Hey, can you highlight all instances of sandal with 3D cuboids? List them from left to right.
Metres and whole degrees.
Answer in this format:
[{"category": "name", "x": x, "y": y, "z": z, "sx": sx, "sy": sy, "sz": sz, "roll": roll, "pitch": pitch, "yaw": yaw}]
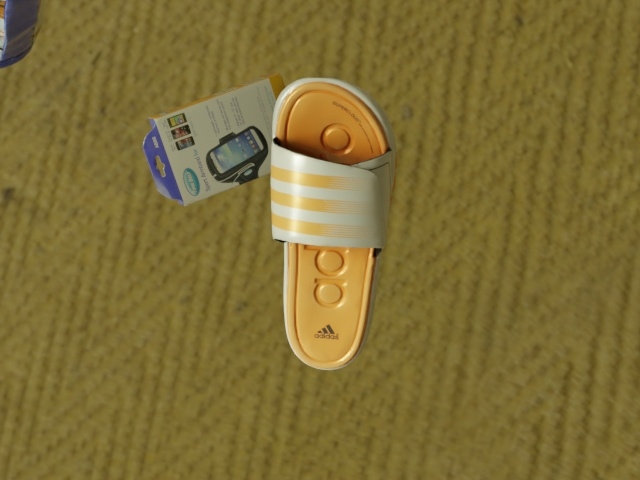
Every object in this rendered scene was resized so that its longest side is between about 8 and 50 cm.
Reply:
[{"category": "sandal", "x": 0.011, "y": 0.001, "z": 1.051, "sx": 0.102, "sy": 0.076, "sz": 0.265, "roll": 1, "pitch": 114, "yaw": 4}]

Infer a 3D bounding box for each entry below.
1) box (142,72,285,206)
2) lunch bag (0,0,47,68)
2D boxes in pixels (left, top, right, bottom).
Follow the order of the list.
[{"category": "box", "x": -0.086, "y": -0.086, "z": 1.117, "sx": 0.136, "sy": 0.028, "sz": 0.081, "roll": -21, "pitch": 104, "yaw": -14}, {"category": "lunch bag", "x": -0.388, "y": -0.391, "z": 1.282, "sx": 0.239, "sy": 0.328, "sz": 0.385, "roll": -26, "pitch": 84, "yaw": -19}]
